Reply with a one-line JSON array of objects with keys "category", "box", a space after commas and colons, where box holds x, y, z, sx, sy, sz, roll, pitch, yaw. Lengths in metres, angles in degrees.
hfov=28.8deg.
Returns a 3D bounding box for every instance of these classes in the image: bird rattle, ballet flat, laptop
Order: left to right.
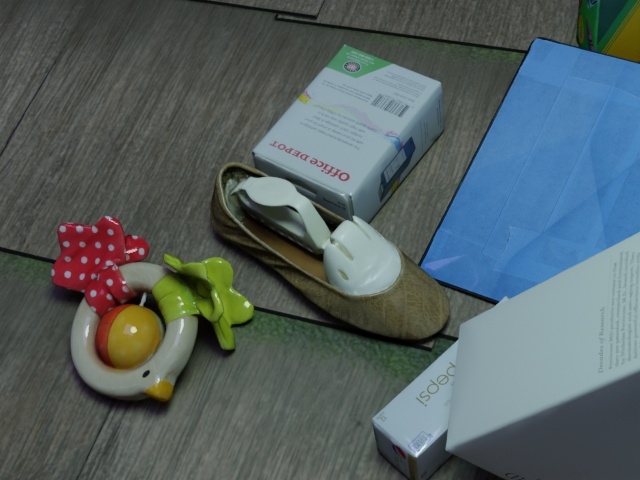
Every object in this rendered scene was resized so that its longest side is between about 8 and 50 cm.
[{"category": "bird rattle", "box": [-0.221, 0.081, 1.454, 0.254, 0.143, 0.207, 12, 73, 20]}, {"category": "ballet flat", "box": [0.000, 0.000, 1.475, 0.342, 0.124, 0.116, 33, 65, 27]}, {"category": "laptop", "box": [0.359, -0.099, 1.406, 0.236, 0.408, 0.382, 32, 69, -9]}]

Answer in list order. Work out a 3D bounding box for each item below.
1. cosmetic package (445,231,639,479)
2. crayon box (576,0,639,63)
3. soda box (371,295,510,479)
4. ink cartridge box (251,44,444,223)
[{"category": "cosmetic package", "box": [0.306, 0.116, 1.152, 0.197, 0.365, 0.155, 27, 52, -22]}, {"category": "crayon box", "box": [0.478, -0.329, 1.620, 0.278, 0.165, 0.081, -14, 53, -1]}, {"category": "soda box", "box": [0.156, 0.164, 1.365, 0.216, 0.074, 0.069, -39, 58, -20]}, {"category": "ink cartridge box", "box": [0.037, -0.128, 1.583, 0.154, 0.093, 0.212, 26, 60, 25]}]
